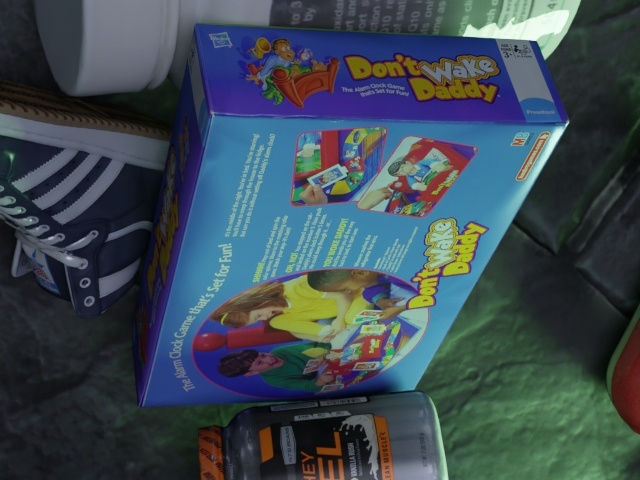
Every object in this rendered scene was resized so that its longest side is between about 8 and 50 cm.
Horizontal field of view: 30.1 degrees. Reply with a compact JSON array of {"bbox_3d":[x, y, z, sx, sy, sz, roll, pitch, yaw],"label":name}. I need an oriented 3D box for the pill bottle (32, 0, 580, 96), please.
[{"bbox_3d":[-0.011,-0.203,0.842,0.361,0.204,0.204,-10,104,-23],"label":"pill bottle"}]

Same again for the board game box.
[{"bbox_3d":[0.000,0.000,0.863,0.233,0.078,0.347,0,143,-17],"label":"board game box"}]

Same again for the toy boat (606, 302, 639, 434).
[{"bbox_3d":[0.374,0.092,1.069,0.151,0.151,0.231,26,93,-20],"label":"toy boat"}]

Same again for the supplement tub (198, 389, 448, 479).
[{"bbox_3d":[0.000,0.186,0.954,0.190,0.117,0.117,-6,103,-5],"label":"supplement tub"}]

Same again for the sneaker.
[{"bbox_3d":[-0.212,-0.029,0.842,0.282,0.099,0.153,7,108,-55],"label":"sneaker"}]
